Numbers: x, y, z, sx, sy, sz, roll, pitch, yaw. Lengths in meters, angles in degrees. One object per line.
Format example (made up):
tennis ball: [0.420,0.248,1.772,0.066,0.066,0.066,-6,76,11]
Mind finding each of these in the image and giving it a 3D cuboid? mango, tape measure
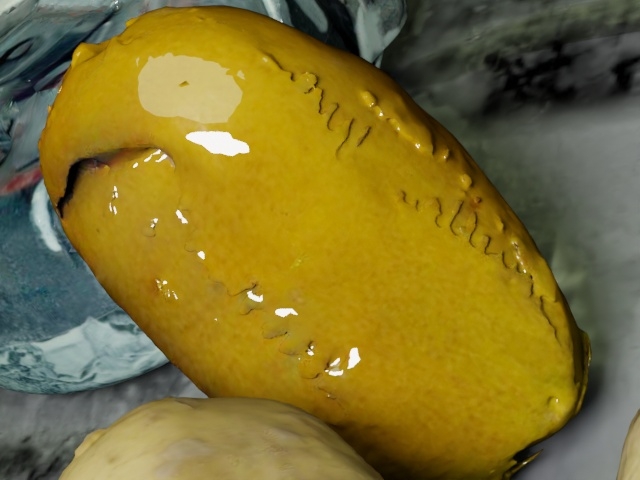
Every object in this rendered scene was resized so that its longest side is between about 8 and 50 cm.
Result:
mango: [0.000,0.000,0.722,0.249,0.156,0.151,39,61,9]
tape measure: [-0.118,-0.058,0.918,0.256,0.147,0.275,3,51,40]

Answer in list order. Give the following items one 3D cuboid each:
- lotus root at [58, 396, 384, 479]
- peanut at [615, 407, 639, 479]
lotus root: [0.005,0.177,0.562,0.151,0.169,0.342,-41,39,4]
peanut: [0.200,0.055,0.575,0.224,0.129,0.129,-35,38,5]
